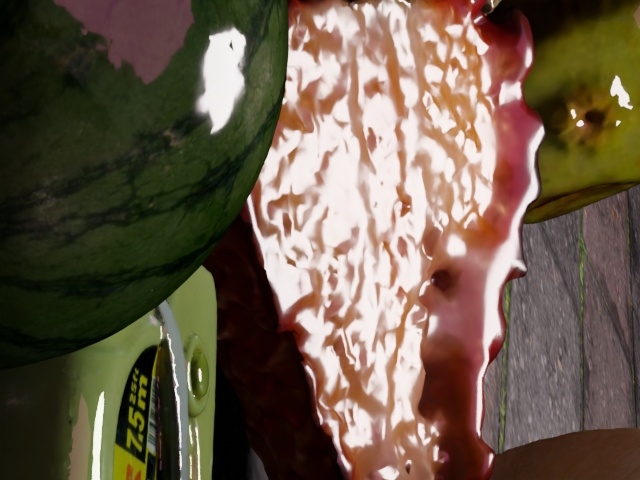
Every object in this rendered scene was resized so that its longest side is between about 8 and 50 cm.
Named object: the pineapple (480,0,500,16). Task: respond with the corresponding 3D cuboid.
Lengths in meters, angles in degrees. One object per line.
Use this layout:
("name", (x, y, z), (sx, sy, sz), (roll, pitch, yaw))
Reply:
("pineapple", (0.021, -0.199, 0.869), (0.166, 0.166, 0.193), (35, 28, -61))

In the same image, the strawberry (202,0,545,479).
("strawberry", (0.008, -0.014, 0.747), (0.253, 0.150, 0.280), (-42, 122, -43))

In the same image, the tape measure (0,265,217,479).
("tape measure", (-0.089, 0.080, 0.508), (0.154, 0.087, 0.177), (52, 35, -71))

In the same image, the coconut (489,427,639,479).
("coconut", (0.151, 0.254, 0.745), (0.323, 0.323, 0.323), (-12, 90, -69))

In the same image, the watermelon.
("watermelon", (-0.101, -0.067, 0.418), (0.214, 0.188, 0.188), (-84, 154, -52))

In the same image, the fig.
("fig", (0.157, -0.141, 1.098), (0.271, 0.239, 0.239), (-118, -175, -65))
